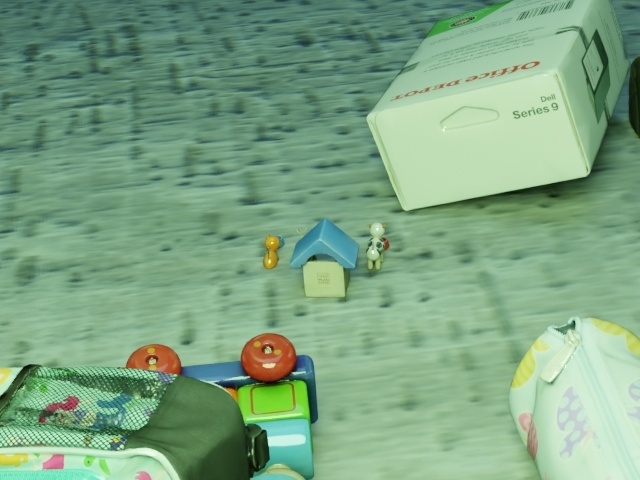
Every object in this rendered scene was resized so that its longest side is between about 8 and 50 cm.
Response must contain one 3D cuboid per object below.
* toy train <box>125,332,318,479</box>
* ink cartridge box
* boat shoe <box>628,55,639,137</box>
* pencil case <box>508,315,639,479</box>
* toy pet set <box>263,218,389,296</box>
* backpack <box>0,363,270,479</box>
[{"bbox_3d":[-0.122,0.160,1.010,0.248,0.105,0.143,-5,42,-2],"label":"toy train"},{"bbox_3d":[0.198,-0.161,1.468,0.211,0.122,0.289,-11,24,27],"label":"ink cartridge box"},{"bbox_3d":[0.438,-0.124,1.423,0.119,0.123,0.324,-5,28,-13],"label":"boat shoe"},{"bbox_3d":[0.210,0.163,0.918,0.113,0.124,0.273,-6,29,-4],"label":"pencil case"},{"bbox_3d":[0.000,0.000,1.309,0.122,0.065,0.114,0,29,9],"label":"toy pet set"},{"bbox_3d":[-0.175,0.193,0.816,0.253,0.225,0.191,4,24,23],"label":"backpack"}]
